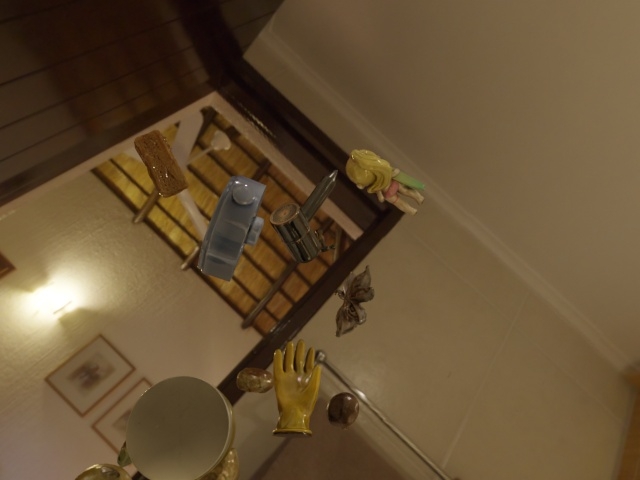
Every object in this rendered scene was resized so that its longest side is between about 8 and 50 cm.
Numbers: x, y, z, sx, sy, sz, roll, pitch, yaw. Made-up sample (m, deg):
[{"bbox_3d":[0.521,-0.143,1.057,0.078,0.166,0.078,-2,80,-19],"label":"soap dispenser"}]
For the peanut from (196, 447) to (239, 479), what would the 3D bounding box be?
[{"bbox_3d":[-0.300,0.653,1.200,0.129,0.224,0.129,26,-22,11],"label":"peanut"}]

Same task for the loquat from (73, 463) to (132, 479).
[{"bbox_3d":[-0.531,0.616,1.089,0.152,0.152,0.195,29,-68,22],"label":"loquat"}]

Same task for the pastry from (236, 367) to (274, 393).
[{"bbox_3d":[-0.257,0.555,1.798,0.153,0.081,0.153,8,-8,1],"label":"pastry"}]

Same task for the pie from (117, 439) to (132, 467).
[{"bbox_3d":[-0.666,0.711,1.716,0.071,0.306,0.306,35,-34,-10],"label":"pie"}]

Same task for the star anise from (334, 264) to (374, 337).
[{"bbox_3d":[0.100,0.161,1.254,0.063,0.208,0.172,27,-59,-18],"label":"star anise"}]

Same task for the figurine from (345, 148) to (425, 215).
[{"bbox_3d":[0.120,-0.107,0.820,0.187,0.083,0.083,34,-30,-23],"label":"figurine"}]

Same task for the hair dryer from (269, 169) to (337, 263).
[{"bbox_3d":[-0.016,-0.105,1.500,0.107,0.352,0.189,6,-41,37],"label":"hair dryer"}]

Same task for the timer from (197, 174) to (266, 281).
[{"bbox_3d":[-0.303,-0.062,1.676,0.173,0.395,0.395,22,-35,-7],"label":"timer"}]

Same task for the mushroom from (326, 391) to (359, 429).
[{"bbox_3d":[0.076,0.572,1.528,0.127,0.127,0.087,-3,-36,47],"label":"mushroom"}]

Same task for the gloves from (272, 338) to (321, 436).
[{"bbox_3d":[-0.081,0.453,1.414,0.133,0.294,0.116,17,-33,-24],"label":"gloves"}]

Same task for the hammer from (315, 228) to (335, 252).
[{"bbox_3d":[0.000,0.000,1.619,0.201,0.078,0.021,-111,-171,-69],"label":"hammer"}]

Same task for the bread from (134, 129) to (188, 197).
[{"bbox_3d":[-0.652,-0.316,1.866,0.271,0.139,0.077,62,-20,-6],"label":"bread"}]

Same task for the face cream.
[{"bbox_3d":[-0.309,0.433,1.041,0.218,0.218,0.179,38,-22,11],"label":"face cream"}]
